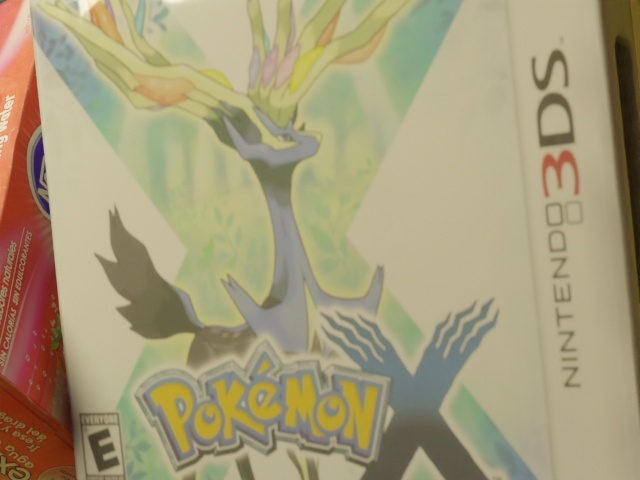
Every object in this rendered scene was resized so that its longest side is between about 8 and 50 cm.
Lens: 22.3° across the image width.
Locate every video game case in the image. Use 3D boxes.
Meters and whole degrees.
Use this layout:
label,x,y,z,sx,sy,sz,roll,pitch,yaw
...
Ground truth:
label,x,y,z,sx,sy,sz,roll,pitch,yaw
video game case,0.000,0.000,0.767,0.329,0.036,0.300,-6,90,36

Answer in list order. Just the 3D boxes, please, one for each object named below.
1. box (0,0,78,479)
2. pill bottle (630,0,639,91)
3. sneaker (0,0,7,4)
label,x,y,z,sx,sy,sz,roll,pitch,yaw
box,-0.196,0.009,0.974,0.154,0.142,0.300,-20,43,25
pill bottle,0.043,-0.105,0.860,0.318,0.176,0.176,-5,51,36
sneaker,-0.116,-0.202,1.055,0.319,0.208,0.127,-17,43,26
